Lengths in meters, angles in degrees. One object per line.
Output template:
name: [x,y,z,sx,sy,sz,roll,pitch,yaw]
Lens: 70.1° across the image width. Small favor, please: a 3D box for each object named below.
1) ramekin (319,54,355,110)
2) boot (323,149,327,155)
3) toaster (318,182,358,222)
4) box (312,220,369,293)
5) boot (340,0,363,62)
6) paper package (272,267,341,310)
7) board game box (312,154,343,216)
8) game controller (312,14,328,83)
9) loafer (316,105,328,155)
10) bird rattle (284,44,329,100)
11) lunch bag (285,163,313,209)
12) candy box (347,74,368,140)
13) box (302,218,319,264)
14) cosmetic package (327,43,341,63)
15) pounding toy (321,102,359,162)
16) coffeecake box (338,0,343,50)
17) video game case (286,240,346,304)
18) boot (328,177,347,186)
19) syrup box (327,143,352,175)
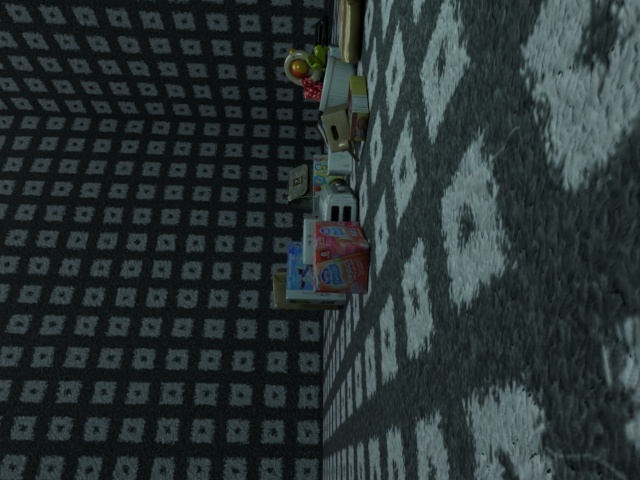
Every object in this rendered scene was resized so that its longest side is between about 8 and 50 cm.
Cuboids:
ramekin: [0.066,-0.593,1.754,0.207,0.109,0.207,-169,90,-86]
boot: [0.066,-0.452,2.742,0.219,0.082,0.106,102,149,-55]
toaster: [0.060,-0.079,1.573,0.146,0.129,0.227,-104,17,-73]
box: [0.052,0.041,1.372,0.300,0.154,0.142,-93,5,-74]
boot: [0.106,-0.725,1.499,0.236,0.089,0.269,-71,-14,-61]
paper package: [-0.060,0.218,2.118,0.325,0.310,0.168,-145,57,-89]
board game box: [0.035,-0.258,2.148,0.144,0.142,0.275,94,176,-54]
game controller: [0.009,-0.880,2.151,0.166,0.067,0.319,-145,55,-70]
loafer: [0.040,-0.570,2.406,0.134,0.130,0.366,95,176,-59]
bird rattle: [-0.058,-0.747,2.007,0.253,0.207,0.143,118,173,-63]
lunch bag: [-0.052,-0.307,2.625,0.169,0.287,0.235,95,177,-57]
candy box: [0.113,-0.407,1.403,0.109,0.053,0.186,94,178,-53]
box: [0.021,0.003,1.822,0.119,0.182,0.181,-123,34,-85]
cosmetic package: [0.073,-0.756,2.131,0.377,0.097,0.284,-93,8,-64]
pounding toy: [0.062,-0.336,1.509,0.206,0.094,0.181,-72,-33,-61]
coffeecake box: [0.105,-0.827,1.708,0.142,0.068,0.185,96,174,-56]
video game case: [-0.017,0.132,1.898,0.061,0.244,0.269,98,173,-60]
boot: [0.063,-0.112,1.958,0.305,0.112,0.115,97,164,-45]
syrup box: [0.076,-0.376,1.793,0.096,0.093,0.236,128,143,-85]
